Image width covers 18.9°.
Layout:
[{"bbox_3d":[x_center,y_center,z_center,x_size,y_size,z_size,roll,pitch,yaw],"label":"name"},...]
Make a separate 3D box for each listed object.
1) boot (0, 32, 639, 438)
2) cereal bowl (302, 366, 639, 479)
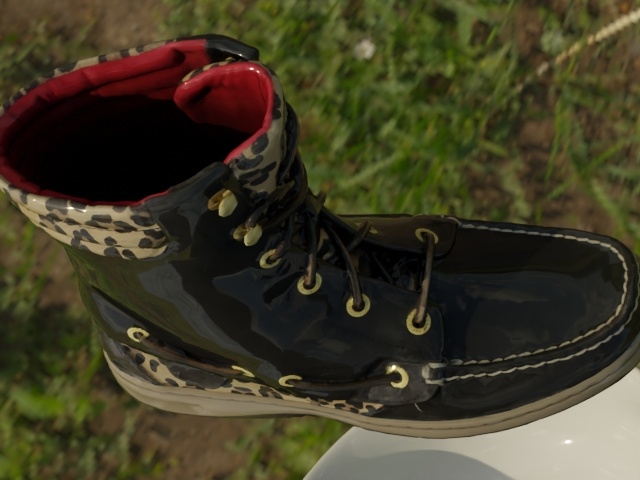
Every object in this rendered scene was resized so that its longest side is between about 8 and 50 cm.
[{"bbox_3d":[0.000,0.000,1.170,0.377,0.138,0.284,0,150,19],"label":"boot"},{"bbox_3d":[0.127,0.239,1.354,0.339,0.339,0.141,-17,126,28],"label":"cereal bowl"}]
